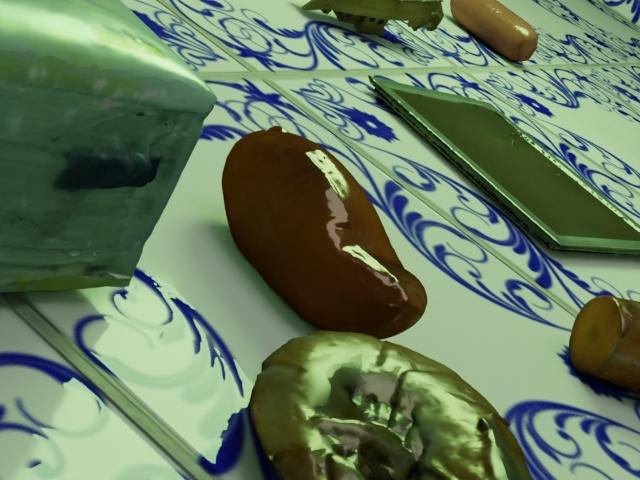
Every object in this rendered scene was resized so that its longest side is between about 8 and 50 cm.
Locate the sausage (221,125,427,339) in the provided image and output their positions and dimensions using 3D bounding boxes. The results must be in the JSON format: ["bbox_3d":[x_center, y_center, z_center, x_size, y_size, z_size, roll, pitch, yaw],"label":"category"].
[{"bbox_3d":[0.000,0.000,0.733,0.089,0.089,0.179,4,38,-46],"label":"sausage"}]

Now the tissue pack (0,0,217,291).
[{"bbox_3d":[-0.279,-0.140,0.572,0.388,0.162,0.287,44,23,28],"label":"tissue pack"}]

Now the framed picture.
[{"bbox_3d":[0.206,-0.074,1.204,0.231,0.018,0.293,3,35,-47],"label":"framed picture"}]

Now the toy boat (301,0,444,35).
[{"bbox_3d":[0.063,-0.286,1.396,0.206,0.072,0.064,0,52,-33],"label":"toy boat"}]

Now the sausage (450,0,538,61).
[{"bbox_3d":[0.258,-0.326,1.724,0.154,0.062,0.062,43,26,26],"label":"sausage"}]

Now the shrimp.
[{"bbox_3d":[0.044,0.127,0.540,0.152,0.063,0.287,19,22,-21],"label":"shrimp"}]

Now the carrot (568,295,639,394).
[{"bbox_3d":[0.287,0.093,0.879,0.193,0.087,0.087,23,24,-12],"label":"carrot"}]
